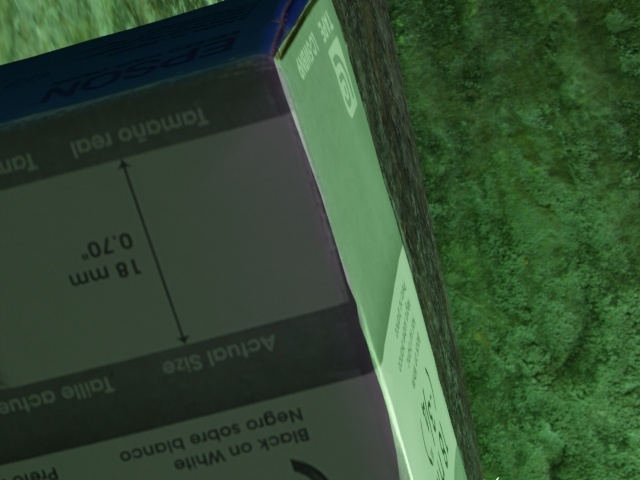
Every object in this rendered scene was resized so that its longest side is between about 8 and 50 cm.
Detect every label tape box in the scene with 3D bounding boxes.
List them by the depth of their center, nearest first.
[{"bbox_3d":[-0.071,0.116,0.439,0.106,0.240,0.334,-77,152,-69],"label":"label tape box"}]

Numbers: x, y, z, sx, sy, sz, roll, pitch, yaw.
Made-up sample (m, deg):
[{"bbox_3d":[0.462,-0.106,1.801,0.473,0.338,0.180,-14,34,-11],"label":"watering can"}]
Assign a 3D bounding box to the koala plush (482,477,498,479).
[{"bbox_3d":[0.047,0.265,0.952,0.203,0.221,0.196,63,17,-51],"label":"koala plush"}]
